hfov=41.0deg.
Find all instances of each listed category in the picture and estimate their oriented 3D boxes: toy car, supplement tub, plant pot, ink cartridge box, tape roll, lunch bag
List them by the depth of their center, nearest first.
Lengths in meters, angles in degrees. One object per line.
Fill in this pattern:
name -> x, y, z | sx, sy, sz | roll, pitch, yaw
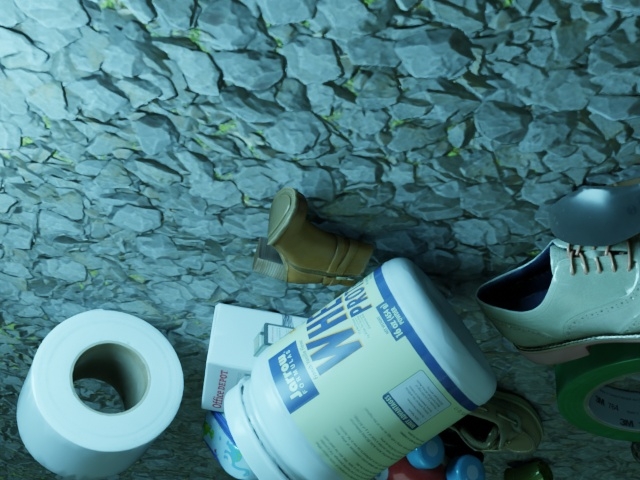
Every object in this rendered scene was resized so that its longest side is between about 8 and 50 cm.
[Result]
supplement tub -> 0.053, 0.202, 1.195 | 0.325, 0.235, 0.235 | -37, 132, 9
tape roll -> 0.546, 0.230, 1.380 | 0.322, 0.077, 0.321 | 5, 145, 4
ink cartridge box -> -0.055, 0.218, 1.429 | 0.273, 0.114, 0.198 | 10, 145, -4
tape roll -> -0.370, 0.260, 1.432 | 0.246, 0.246, 0.169 | 19, 144, -17
lunch bag -> -0.085, 0.346, 1.524 | 0.219, 0.176, 0.090 | 4, 113, -34
toy car -> 0.166, 0.514, 1.665 | 0.210, 0.237, 0.219 | 34, 148, -20
plant pot -> 0.440, 0.498, 1.788 | 0.083, 0.083, 0.079 | 29, 126, -28

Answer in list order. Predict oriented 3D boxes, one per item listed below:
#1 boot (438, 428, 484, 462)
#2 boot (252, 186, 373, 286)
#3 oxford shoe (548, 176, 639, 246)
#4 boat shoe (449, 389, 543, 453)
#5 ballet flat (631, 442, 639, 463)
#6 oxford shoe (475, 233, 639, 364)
boot -> 0.279, 0.415, 1.714 | 0.121, 0.045, 0.099 | 14, 148, 0
boot -> 0.000, 0.000, 1.158 | 0.153, 0.072, 0.197 | 11, 151, -11
oxford shoe -> 0.379, -0.041, 1.036 | 0.212, 0.076, 0.076 | -16, 180, 44
boat shoe -> 0.287, 0.324, 1.527 | 0.122, 0.110, 0.341 | -23, 135, 36
ballet flat -> 0.685, 0.457, 1.694 | 0.084, 0.058, 0.250 | -20, 137, 33
oxford shoe -> 0.376, 0.051, 1.107 | 0.147, 0.140, 0.397 | 35, 135, -24
